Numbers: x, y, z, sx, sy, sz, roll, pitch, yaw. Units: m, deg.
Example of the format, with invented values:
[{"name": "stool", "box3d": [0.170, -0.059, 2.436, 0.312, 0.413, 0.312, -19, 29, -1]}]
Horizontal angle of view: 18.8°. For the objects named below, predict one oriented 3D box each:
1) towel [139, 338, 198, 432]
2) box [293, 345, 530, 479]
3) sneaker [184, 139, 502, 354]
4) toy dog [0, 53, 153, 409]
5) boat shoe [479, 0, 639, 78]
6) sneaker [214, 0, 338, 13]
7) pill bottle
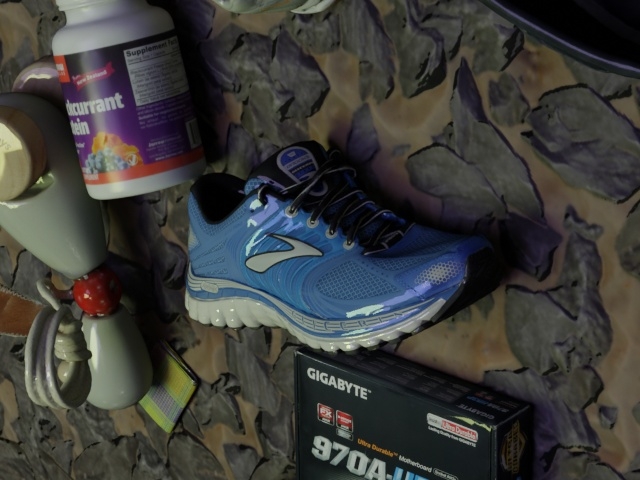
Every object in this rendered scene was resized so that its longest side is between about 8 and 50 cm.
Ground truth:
[{"name": "towel", "box3d": [-0.147, 0.139, 1.832, 0.060, 0.009, 0.083, 46, 133, 20]}, {"name": "box", "box3d": [0.074, 0.191, 1.610, 0.220, 0.051, 0.175, 19, 119, 39]}, {"name": "sneaker", "box3d": [0.000, 0.000, 1.550, 0.330, 0.130, 0.147, 5, 112, 43]}, {"name": "toy dog", "box3d": [-0.272, -0.001, 1.775, 0.161, 0.220, 0.334, -6, 90, 26]}, {"name": "boat shoe", "box3d": [0.076, -0.274, 1.210, 0.500, 0.156, 0.187, 38, 122, -6]}, {"name": "sneaker", "box3d": [-0.013, -0.276, 1.456, 0.099, 0.121, 0.262, 37, 128, 28]}, {"name": "pill bottle", "box3d": [-0.171, -0.140, 1.672, 0.108, 0.108, 0.193, -3, 104, 45]}]
